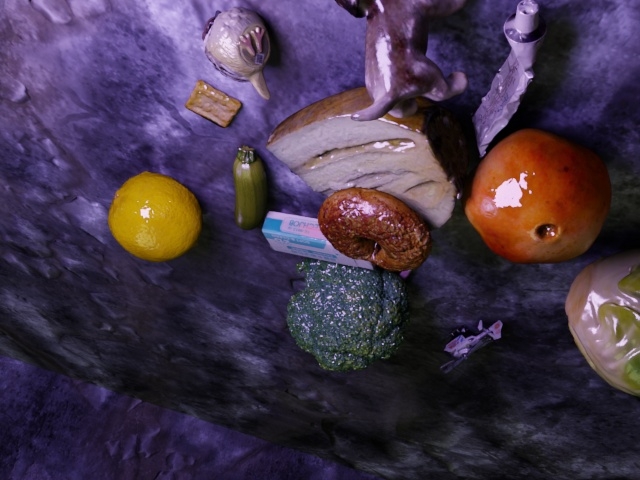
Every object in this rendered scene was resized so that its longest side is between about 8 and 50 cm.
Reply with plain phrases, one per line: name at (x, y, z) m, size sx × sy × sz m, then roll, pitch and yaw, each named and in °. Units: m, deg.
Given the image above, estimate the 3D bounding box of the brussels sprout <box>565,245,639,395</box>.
brussels sprout at (0.563, 0.134, 1.142) m, size 0.294 × 0.259 × 0.227 m, roll 18°, pitch -178°, yaw 14°

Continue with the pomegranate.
pomegranate at (0.315, -0.065, 1.015) m, size 0.209 × 0.209 × 0.209 m, roll 13°, pitch 149°, yaw 8°

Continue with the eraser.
eraser at (0.000, 0.000, 1.380) m, size 0.225 × 0.052 × 0.095 m, roll 11°, pitch 155°, yaw 21°

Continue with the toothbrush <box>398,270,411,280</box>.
toothbrush at (0.180, 0.070, 1.466) m, size 0.020 × 0.025 × 0.286 m, roll 20°, pitch 150°, yaw -3°

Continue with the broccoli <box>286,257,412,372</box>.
broccoli at (0.061, 0.147, 1.483) m, size 0.269 × 0.261 × 0.241 m, roll -7°, pitch 178°, yaw -8°

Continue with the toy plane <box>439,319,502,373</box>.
toy plane at (0.348, 0.234, 1.593) m, size 0.053 × 0.078 × 0.197 m, roll 33°, pitch 132°, yaw -18°

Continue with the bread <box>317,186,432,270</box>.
bread at (0.081, -0.011, 1.066) m, size 0.193 × 0.064 × 0.193 m, roll 21°, pitch 152°, yaw 12°

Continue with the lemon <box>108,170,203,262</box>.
lemon at (-0.333, -0.044, 1.412) m, size 0.203 × 0.178 × 0.178 m, roll 36°, pitch 145°, yaw -29°

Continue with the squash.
squash at (-0.135, -0.090, 1.336) m, size 0.069 × 0.069 × 0.258 m, roll 16°, pitch 150°, yaw 4°

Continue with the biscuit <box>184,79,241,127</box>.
biscuit at (-0.184, -0.232, 1.182) m, size 0.083 × 0.018 × 0.081 m, roll 26°, pitch 148°, yaw -15°

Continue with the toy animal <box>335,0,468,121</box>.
toy animal at (0.089, -0.263, 0.853) m, size 0.169 × 0.233 × 0.121 m, roll -9°, pitch -179°, yaw -39°

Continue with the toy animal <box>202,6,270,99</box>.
toy animal at (-0.120, -0.271, 1.009) m, size 0.098 × 0.098 × 0.137 m, roll 1°, pitch 127°, yaw 27°

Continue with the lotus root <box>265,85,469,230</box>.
lotus root at (0.101, -0.144, 1.050) m, size 0.267 × 0.149 × 0.260 m, roll 39°, pitch 148°, yaw -22°

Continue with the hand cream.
hand cream at (0.246, -0.217, 0.920) m, size 0.050 × 0.084 × 0.257 m, roll -4°, pitch 150°, yaw -5°
